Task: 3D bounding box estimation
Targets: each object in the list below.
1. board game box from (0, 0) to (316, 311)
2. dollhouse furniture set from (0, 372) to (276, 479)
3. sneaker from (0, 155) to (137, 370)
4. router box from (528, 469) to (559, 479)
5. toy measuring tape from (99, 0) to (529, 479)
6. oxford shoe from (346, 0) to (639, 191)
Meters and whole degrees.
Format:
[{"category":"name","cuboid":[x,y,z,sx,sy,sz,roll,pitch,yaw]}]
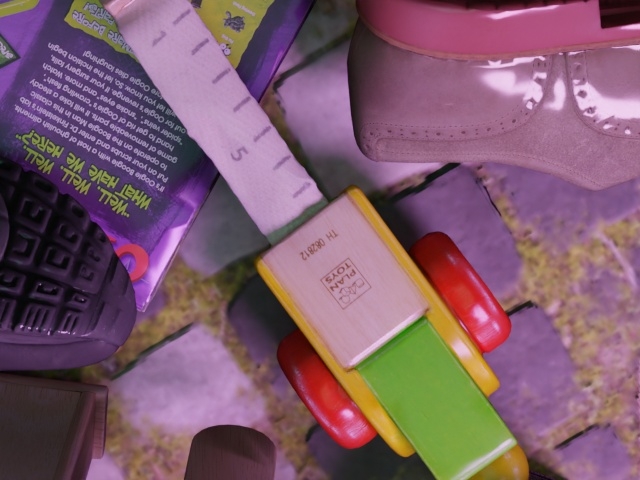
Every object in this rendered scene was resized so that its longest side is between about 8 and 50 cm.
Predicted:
[{"category":"board game box","cuboid":[-0.194,-0.135,0.807,0.347,0.056,0.208,30,91,-3]},{"category":"dollhouse furniture set","cuboid":[-0.177,0.265,0.843,0.303,0.174,0.355,7,119,0]},{"category":"sneaker","cuboid":[-0.227,0.025,0.784,0.286,0.109,0.130,11,134,13]},{"category":"router box","cuboid":[0.096,0.219,0.800,0.046,0.133,0.179,19,95,-3]},{"category":"toy measuring tape","cuboid":[0.000,0.000,0.789,0.121,0.121,0.330,-36,94,3]},{"category":"oxford shoe","cuboid":[0.181,-0.094,0.800,0.348,0.123,0.130,3,131,-7]}]
